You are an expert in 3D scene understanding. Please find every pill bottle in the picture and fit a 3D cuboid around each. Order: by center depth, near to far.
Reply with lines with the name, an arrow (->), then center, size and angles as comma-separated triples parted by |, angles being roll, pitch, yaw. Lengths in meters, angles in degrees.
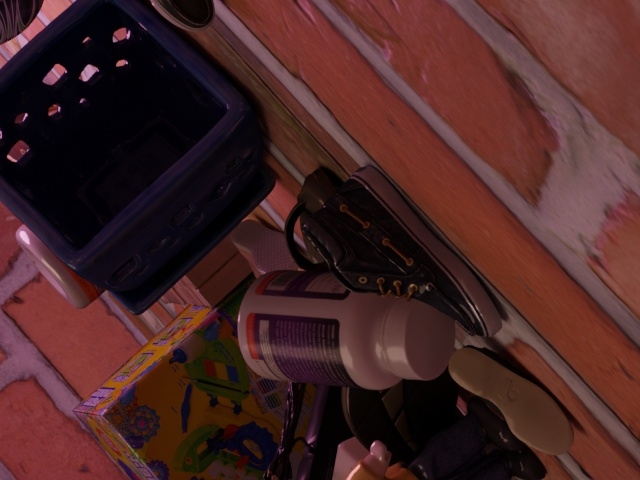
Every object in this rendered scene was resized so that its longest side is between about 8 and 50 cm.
pill bottle -> 0.026, 0.084, 1.711 | 0.193, 0.108, 0.108 | 2, 138, 40
pill bottle -> -0.233, -0.034, 2.114 | 0.121, 0.221, 0.121 | 46, 168, 13

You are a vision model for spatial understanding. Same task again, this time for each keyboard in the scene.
keyboard -> -0.010, 0.259, 2.150 | 0.033, 0.317, 0.201 | -8, 137, 24

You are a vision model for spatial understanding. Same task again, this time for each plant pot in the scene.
plant pot -> -0.194, -0.079, 1.830 | 0.236, 0.236, 0.212 | 44, 174, 26

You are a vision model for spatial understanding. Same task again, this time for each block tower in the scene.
block tower -> -0.171, 0.024, 2.396 | 0.091, 0.097, 0.335 | 51, 166, -9

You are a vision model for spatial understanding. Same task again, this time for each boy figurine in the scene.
boy figurine -> 0.079, 0.276, 1.806 | 0.092, 0.285, 0.177 | 31, 155, 57

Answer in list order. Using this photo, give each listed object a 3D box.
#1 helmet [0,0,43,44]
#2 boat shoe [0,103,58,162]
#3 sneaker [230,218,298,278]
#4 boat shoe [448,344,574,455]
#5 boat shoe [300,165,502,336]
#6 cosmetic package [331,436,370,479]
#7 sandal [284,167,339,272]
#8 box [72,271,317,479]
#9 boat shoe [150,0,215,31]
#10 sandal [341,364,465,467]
helmet -> -0.377, -0.287, 1.987 | 0.169, 0.169, 0.162 | 32, 143, 55
boat shoe -> -0.355, -0.139, 2.527 | 0.342, 0.123, 0.123 | 42, 153, 31
sneaker -> -0.049, 0.027, 2.061 | 0.070, 0.051, 0.134 | 55, 171, -33
boat shoe -> 0.174, 0.140, 1.625 | 0.133, 0.049, 0.042 | 38, -167, 18
boat shoe -> 0.067, 0.029, 1.553 | 0.183, 0.083, 0.065 | 48, 168, 6
cosmetic package -> 0.149, 0.342, 2.027 | 0.296, 0.129, 0.153 | 41, 138, 36
sandal -> 0.000, 0.000, 1.764 | 0.090, 0.060, 0.219 | 47, 168, 12
box -> -0.107, 0.235, 2.336 | 0.290, 0.279, 0.177 | 52, 162, -11
boat shoe -> -0.132, -0.235, 1.535 | 0.142, 0.049, 0.040 | 56, 166, -21
sandal -> 0.088, 0.175, 1.886 | 0.086, 0.120, 0.303 | 57, 177, 39
